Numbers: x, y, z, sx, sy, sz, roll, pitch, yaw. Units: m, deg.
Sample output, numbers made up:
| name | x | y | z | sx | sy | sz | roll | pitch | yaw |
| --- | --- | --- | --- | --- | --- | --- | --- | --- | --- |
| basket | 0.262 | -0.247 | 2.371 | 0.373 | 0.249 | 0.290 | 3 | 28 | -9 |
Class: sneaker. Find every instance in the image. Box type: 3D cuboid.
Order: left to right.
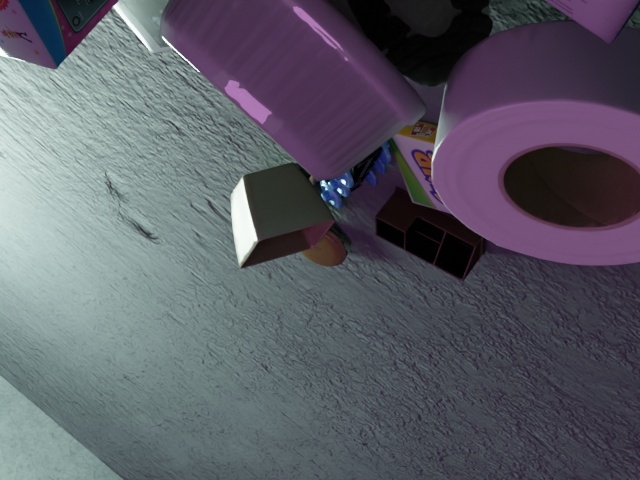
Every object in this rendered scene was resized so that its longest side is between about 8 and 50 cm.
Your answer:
| name | x | y | z | sx | sy | sz | roll | pitch | yaw |
| --- | --- | --- | --- | --- | --- | --- | --- | --- | --- |
| sneaker | -0.013 | -0.317 | 1.837 | 0.410 | 0.158 | 0.182 | 49 | 169 | -12 |

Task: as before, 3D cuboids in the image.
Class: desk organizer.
| name | x | y | z | sx | sy | sz | roll | pitch | yaw |
| --- | --- | --- | --- | --- | --- | --- | --- | --- | --- |
| desk organizer | 0.133 | -0.007 | 2.231 | 0.130 | 0.050 | 0.047 | 28 | 152 | 19 |

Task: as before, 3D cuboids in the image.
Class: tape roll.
| name | x | y | z | sx | sy | sz | roll | pitch | yaw |
| --- | --- | --- | --- | --- | --- | --- | --- | --- | --- |
| tape roll | 0.254 | -0.089 | 1.779 | 0.286 | 0.100 | 0.286 | 9 | 148 | 6 |

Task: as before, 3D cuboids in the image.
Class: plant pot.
| name | x | y | z | sx | sy | sz | roll | pitch | yaw |
| --- | --- | --- | --- | --- | --- | --- | --- | --- | --- |
| plant pot | -0.059 | -0.037 | 2.355 | 0.096 | 0.109 | 0.109 | 68 | 158 | 15 |

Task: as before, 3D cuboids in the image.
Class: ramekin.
| name | x | y | z | sx | sy | sz | roll | pitch | yaw |
| --- | --- | --- | --- | --- | --- | --- | --- | --- | --- |
| ramekin | -0.036 | -0.172 | 1.768 | 0.273 | 0.127 | 0.273 | 42 | -179 | -1 |

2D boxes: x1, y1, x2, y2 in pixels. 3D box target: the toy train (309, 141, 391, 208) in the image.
| name | x | y | z | sx | sy | sz | roll | pitch | yaw |
| --- | --- | --- | --- | --- | --- | --- | --- | --- | --- |
| toy train | 0.024 | -0.108 | 2.161 | 0.105 | 0.080 | 0.184 | 56 | 167 | 7 |

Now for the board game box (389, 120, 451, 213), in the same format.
| name | x | y | z | sx | sy | sz | roll | pitch | yaw |
| --- | --- | --- | --- | --- | --- | --- | --- | --- | --- |
| board game box | 0.181 | -0.069 | 2.094 | 0.259 | 0.039 | 0.124 | 20 | 148 | 37 |

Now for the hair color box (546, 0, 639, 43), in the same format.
| name | x | y | z | sx | sy | sz | roll | pitch | yaw |
| --- | --- | --- | --- | --- | --- | --- | --- | --- | --- |
| hair color box | 0.245 | -0.338 | 1.488 | 0.185 | 0.113 | 0.374 | 35 | 154 | 5 |

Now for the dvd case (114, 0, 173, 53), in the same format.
| name | x | y | z | sx | sy | sz | roll | pitch | yaw |
| --- | --- | --- | --- | --- | --- | --- | --- | --- | --- |
| dvd case | -0.182 | -0.305 | 2.174 | 0.239 | 0.029 | 0.179 | 0 | 135 | 53 |

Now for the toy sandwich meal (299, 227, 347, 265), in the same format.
| name | x | y | z | sx | sy | sz | roll | pitch | yaw |
| --- | --- | --- | --- | --- | --- | --- | --- | --- | --- |
| toy sandwich meal | 0.000 | 0.000 | 2.440 | 0.086 | 0.029 | 0.085 | 20 | 142 | 17 |

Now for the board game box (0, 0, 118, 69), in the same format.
| name | x | y | z | sx | sy | sz | roll | pitch | yaw |
| --- | --- | --- | --- | --- | --- | --- | --- | --- | --- |
| board game box | -0.251 | -0.359 | 1.860 | 0.098 | 0.303 | 0.224 | 18 | 148 | 38 |
